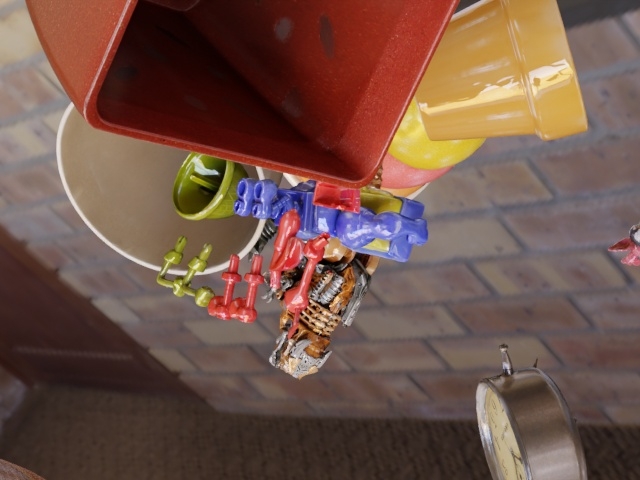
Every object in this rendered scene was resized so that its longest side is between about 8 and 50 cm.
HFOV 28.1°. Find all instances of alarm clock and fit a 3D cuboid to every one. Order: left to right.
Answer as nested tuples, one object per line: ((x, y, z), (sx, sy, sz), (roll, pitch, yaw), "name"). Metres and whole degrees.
((0.182, 0.188, 1.054), (0.064, 0.129, 0.192), (-11, 65, -7), "alarm clock")

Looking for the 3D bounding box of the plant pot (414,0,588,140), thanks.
((0.207, -0.206, 1.555), (0.188, 0.205, 0.205), (-16, 34, 10), "plant pot")

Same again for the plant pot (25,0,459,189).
((-0.069, -0.223, 0.925), (0.236, 0.267, 0.267), (38, 109, 42), "plant pot")

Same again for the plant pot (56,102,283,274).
((-0.136, -0.140, 1.528), (0.256, 0.256, 0.274), (-25, 21, 33), "plant pot")

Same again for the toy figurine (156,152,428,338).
((0.000, 0.000, 1.350), (0.362, 0.217, 0.191), (8, 89, 61), "toy figurine")

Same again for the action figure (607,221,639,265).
((0.553, -0.003, 1.646), (0.370, 0.275, 0.248), (-21, -2, 41), "action figure")

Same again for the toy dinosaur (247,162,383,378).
((0.014, 0.022, 1.692), (0.322, 0.164, 0.218), (-48, 31, -17), "toy dinosaur")

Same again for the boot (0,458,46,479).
((-0.217, 0.136, 0.613), (0.284, 0.220, 0.109), (-3, 63, 27), "boot")

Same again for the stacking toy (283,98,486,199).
((0.148, -0.203, 1.924), (0.350, 0.350, 0.480), (-52, 21, -13), "stacking toy")
